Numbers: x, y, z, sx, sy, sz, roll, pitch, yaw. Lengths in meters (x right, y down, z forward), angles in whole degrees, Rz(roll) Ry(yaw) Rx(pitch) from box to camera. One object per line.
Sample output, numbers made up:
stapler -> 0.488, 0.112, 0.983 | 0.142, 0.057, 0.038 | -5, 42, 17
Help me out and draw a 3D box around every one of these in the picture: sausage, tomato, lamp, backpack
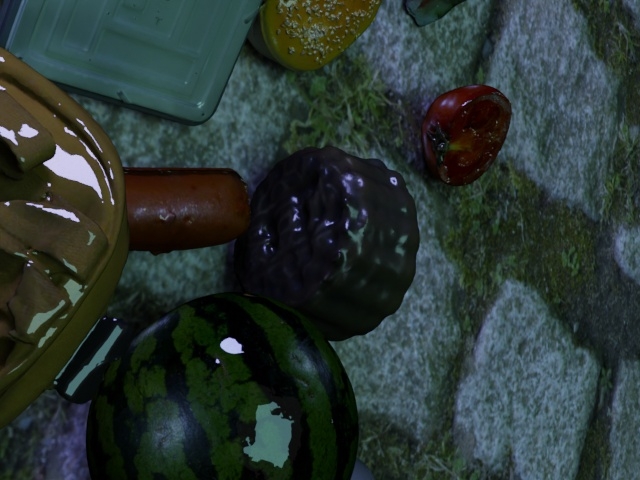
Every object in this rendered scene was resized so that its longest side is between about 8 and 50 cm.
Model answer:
sausage -> -0.214, -0.033, 0.954 | 0.330, 0.102, 0.102 | -1, 92, -43
tomato -> 0.201, -0.164, 1.332 | 0.139, 0.091, 0.159 | -19, 131, -31
lamp -> -0.177, -0.268, 0.943 | 0.269, 0.047, 0.267 | 11, 111, -44
backpack -> -0.330, 0.001, 0.690 | 0.354, 0.378, 0.201 | -56, 164, -17

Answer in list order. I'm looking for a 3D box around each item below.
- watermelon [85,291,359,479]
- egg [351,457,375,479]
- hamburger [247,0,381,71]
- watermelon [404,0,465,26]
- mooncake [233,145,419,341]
watermelon -> -0.099, 0.199, 0.944 | 0.285, 0.285, 0.285 | -1, 92, -42
egg -> -0.010, 0.329, 1.114 | 0.198, 0.146, 0.147 | -4, 94, -51
hamburger -> -0.009, -0.311, 1.118 | 0.210, 0.116, 0.173 | -48, 122, -25
watermelon -> 0.141, -0.443, 1.205 | 0.213, 0.289, 0.320 | -2, 107, -12
mooncake -> 0.000, 0.000, 1.066 | 0.124, 0.228, 0.228 | 18, 79, -40
